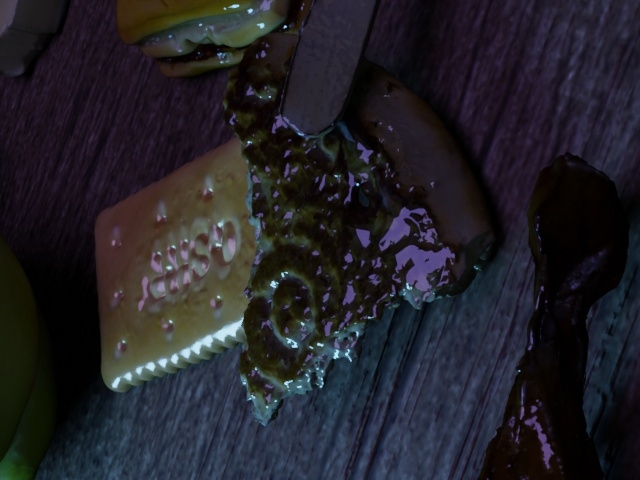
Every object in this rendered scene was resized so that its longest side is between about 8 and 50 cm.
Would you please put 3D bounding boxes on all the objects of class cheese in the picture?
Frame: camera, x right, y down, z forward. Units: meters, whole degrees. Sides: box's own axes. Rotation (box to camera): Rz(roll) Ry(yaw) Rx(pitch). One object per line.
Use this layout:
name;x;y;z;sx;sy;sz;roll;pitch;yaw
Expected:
cheese;-0.322;-0.228;1.524;0.255;0.050;0.127;20;98;52

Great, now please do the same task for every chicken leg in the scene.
chicken leg;0.123;0.102;0.878;0.093;0.113;0.304;5;82;28

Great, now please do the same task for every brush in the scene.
brush;0.041;-0.224;1.051;0.085;0.020;0.337;18;83;14

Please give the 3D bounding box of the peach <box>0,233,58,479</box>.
peach;-0.362;0.118;1.309;0.315;0.281;0.314;34;75;31

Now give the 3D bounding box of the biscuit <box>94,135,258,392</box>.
biscuit;-0.095;0.012;1.211;0.249;0.030;0.160;-24;63;44

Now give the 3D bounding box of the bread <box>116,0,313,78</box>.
bread;-0.076;-0.193;1.212;0.200;0.077;0.116;-5;69;48

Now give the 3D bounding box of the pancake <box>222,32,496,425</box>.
pancake;0.000;0.000;1.070;0.266;0.057;0.244;33;104;45
